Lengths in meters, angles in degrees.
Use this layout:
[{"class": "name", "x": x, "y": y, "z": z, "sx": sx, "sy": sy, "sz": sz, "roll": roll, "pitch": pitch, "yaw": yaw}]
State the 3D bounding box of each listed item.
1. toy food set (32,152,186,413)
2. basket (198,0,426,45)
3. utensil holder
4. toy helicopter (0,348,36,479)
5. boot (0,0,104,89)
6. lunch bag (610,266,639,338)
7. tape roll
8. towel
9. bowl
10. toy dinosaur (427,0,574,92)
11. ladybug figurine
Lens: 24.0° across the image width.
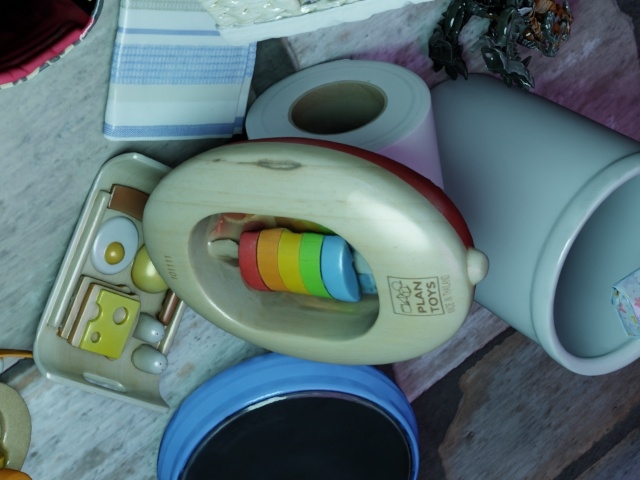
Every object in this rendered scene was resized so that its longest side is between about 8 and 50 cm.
[{"class": "toy food set", "x": -0.224, "y": 0.059, "z": 1.948, "sx": 0.220, "sy": 0.092, "sz": 0.306, "roll": 23, "pitch": 87, "yaw": -46}, {"class": "basket", "x": -0.008, "y": -0.436, "z": 1.613, "sx": 0.266, "sy": 0.328, "sz": 0.331, "roll": 44, "pitch": 45, "yaw": -49}, {"class": "utensil holder", "x": 0.314, "y": -0.038, "z": 2.165, "sx": 0.328, "sy": 0.385, "sz": 0.327, "roll": -20, "pitch": 126, "yaw": -30}, {"class": "toy helicopter", "x": -0.459, "y": 0.204, "z": 1.821, "sx": 0.355, "sy": 0.140, "sz": 0.234, "roll": 46, "pitch": 59, "yaw": -57}, {"class": "boot", "x": -0.300, "y": -0.330, "z": 1.541, "sx": 0.377, "sy": 0.284, "sz": 0.138, "roll": -46, "pitch": 135, "yaw": -8}, {"class": "lunch bag", "x": 0.432, "y": 0.080, "z": 2.021, "sx": 0.071, "sy": 0.053, "sz": 0.083, "roll": -32, "pitch": 106, "yaw": -22}, {"class": "tape roll", "x": 0.035, "y": -0.107, "z": 1.989, "sx": 0.246, "sy": 0.246, "sz": 0.169, "roll": -31, "pitch": 131, "yaw": -23}, {"class": "towel", "x": -0.167, "y": -0.258, "z": 1.880, "sx": 0.209, "sy": 0.034, "sz": 0.285, "roll": -6, "pitch": 117, "yaw": -36}, {"class": "bowl", "x": -0.042, "y": 0.334, "z": 2.195, "sx": 0.391, "sy": 0.077, "sz": 0.391, "roll": -7, "pitch": 125, "yaw": -10}, {"class": "toy dinosaur", "x": 0.249, "y": -0.340, "z": 2.139, "sx": 0.322, "sy": 0.164, "sz": 0.218, "roll": 29, "pitch": 79, "yaw": -28}, {"class": "ladybug figurine", "x": 0.000, "y": 0.000, "z": 1.806, "sx": 0.162, "sy": 0.449, "sz": 0.305, "roll": -52, "pitch": 141, "yaw": -43}]
